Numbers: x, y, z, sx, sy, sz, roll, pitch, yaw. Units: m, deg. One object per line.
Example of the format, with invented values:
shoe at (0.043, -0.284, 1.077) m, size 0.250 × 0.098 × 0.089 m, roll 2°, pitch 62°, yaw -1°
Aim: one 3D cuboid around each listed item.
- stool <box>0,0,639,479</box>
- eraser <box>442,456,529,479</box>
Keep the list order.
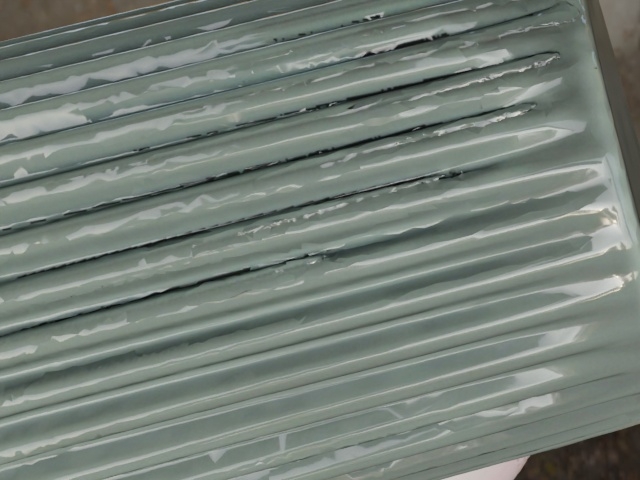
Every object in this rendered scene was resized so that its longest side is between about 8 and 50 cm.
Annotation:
stool at (0.000, 0.000, 0.718) m, size 0.330 × 0.297 × 0.297 m, roll -14°, pitch 43°, yaw 16°
eraser at (0.035, 0.104, 0.989) m, size 0.270 × 0.095 × 0.174 m, roll 6°, pitch 54°, yaw 53°
